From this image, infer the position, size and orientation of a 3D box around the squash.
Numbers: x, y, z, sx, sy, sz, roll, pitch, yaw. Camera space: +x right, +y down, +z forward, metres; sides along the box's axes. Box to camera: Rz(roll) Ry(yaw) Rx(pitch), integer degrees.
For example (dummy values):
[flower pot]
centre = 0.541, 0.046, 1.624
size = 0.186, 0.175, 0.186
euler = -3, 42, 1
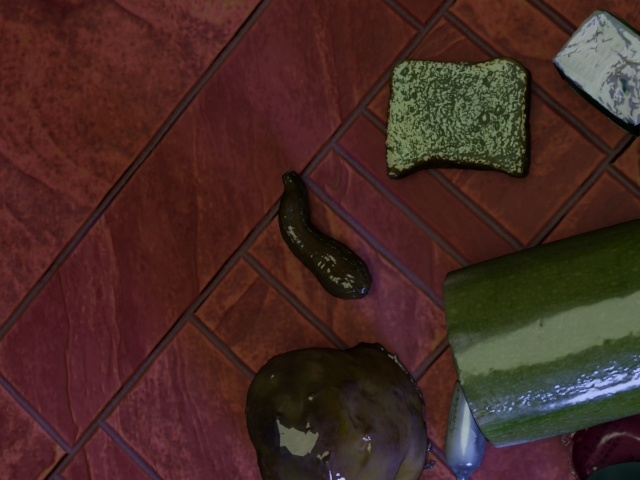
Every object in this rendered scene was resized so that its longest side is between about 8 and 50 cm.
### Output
[squash]
centre = 0.385, 0.114, 1.619
size = 0.384, 0.263, 0.263
euler = -17, 86, 14

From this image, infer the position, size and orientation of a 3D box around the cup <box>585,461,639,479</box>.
[cup]
centre = 0.439, 0.418, 1.615
size = 0.167, 0.173, 0.300
euler = 22, 130, -9

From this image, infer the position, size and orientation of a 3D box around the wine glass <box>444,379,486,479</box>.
[wine glass]
centre = 0.210, 0.330, 1.768
size = 0.074, 0.074, 0.262
euler = 7, 90, 16

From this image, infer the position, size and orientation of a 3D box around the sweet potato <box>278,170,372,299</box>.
[sweet potato]
centre = -0.006, 0.002, 1.833
size = 0.081, 0.062, 0.233
euler = -36, 77, -2

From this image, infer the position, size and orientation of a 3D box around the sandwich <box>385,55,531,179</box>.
[sandwich]
centre = 0.206, -0.179, 1.767
size = 0.214, 0.065, 0.186
euler = 3, 91, 15

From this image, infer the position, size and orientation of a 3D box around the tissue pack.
[tissue pack]
centre = 0.427, -0.245, 1.629
size = 0.148, 0.209, 0.156
euler = 43, 100, 12

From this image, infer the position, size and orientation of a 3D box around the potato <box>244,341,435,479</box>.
[potato]
centre = 0.006, 0.302, 1.736
size = 0.288, 0.237, 0.301
euler = 41, 101, 12

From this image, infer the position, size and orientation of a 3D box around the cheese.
[cheese]
centre = 0.461, 0.323, 1.699
size = 0.244, 0.062, 0.155
euler = 28, 103, 0
